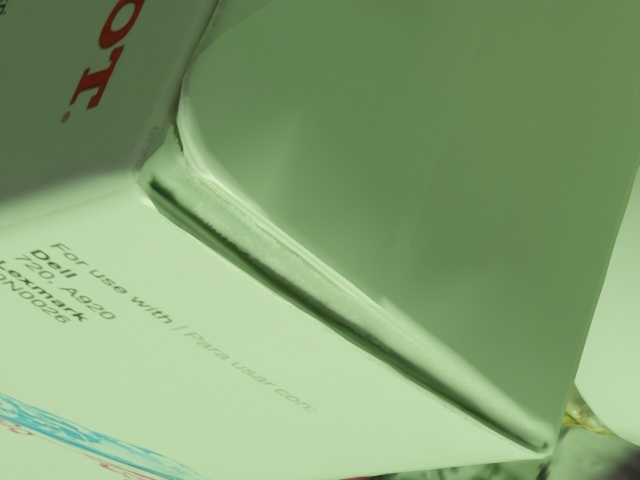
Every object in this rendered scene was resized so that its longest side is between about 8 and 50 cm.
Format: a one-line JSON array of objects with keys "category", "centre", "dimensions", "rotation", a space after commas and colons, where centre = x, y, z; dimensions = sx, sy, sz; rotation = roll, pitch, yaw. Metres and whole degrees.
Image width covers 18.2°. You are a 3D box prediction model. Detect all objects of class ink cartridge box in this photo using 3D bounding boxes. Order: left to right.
[{"category": "ink cartridge box", "centre": [-0.047, -0.045, 0.508], "dimensions": [0.117, 0.201, 0.278], "rotation": [36, 150, -29]}]

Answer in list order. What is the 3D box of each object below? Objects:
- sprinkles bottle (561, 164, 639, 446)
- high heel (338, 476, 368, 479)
[{"category": "sprinkles bottle", "centre": [0.000, 0.000, 0.654], "dimensions": [0.355, 0.121, 0.121], "rotation": [0, 138, 41]}, {"category": "high heel", "centre": [-0.007, 0.079, 0.852], "dimensions": [0.244, 0.082, 0.117], "rotation": [-20, 157, 34]}]
